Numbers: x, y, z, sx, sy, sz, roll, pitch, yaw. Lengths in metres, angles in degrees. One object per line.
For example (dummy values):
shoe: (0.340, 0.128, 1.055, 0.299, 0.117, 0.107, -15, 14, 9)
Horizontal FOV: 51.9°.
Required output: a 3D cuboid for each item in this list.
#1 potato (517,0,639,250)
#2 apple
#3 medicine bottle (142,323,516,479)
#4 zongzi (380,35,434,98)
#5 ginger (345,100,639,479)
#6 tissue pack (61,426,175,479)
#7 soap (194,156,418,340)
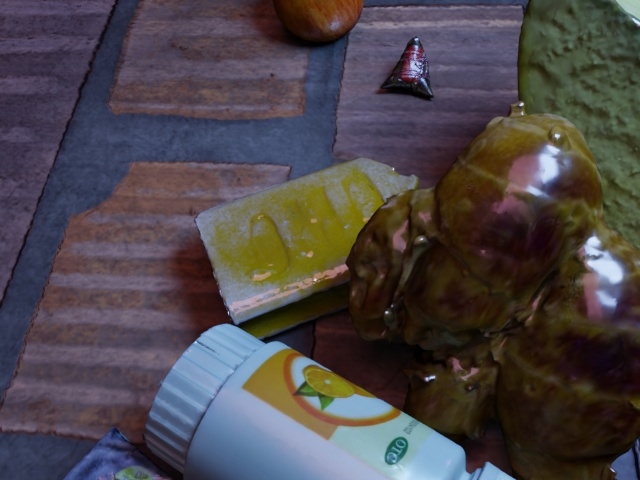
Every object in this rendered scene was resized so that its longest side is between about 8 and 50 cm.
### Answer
potato: (0.363, -0.143, 0.689, 0.280, 0.212, 0.330, -31, 72, -34)
apple: (-0.004, -0.372, 0.982, 0.147, 0.146, 0.146, -2, 56, 3)
medicine bottle: (0.009, 0.205, 0.576, 0.318, 0.158, 0.158, 26, 62, 20)
zongzi: (0.137, -0.231, 0.932, 0.073, 0.067, 0.083, 32, 82, 10)
ginger: (0.179, 0.075, 0.611, 0.274, 0.152, 0.357, -28, 91, 2)
tissue pack: (-0.206, 0.307, 0.576, 0.173, 0.073, 0.235, 32, 64, 24)
soap: (0.000, 0.000, 0.761, 0.258, 0.080, 0.160, -21, 58, -9)
